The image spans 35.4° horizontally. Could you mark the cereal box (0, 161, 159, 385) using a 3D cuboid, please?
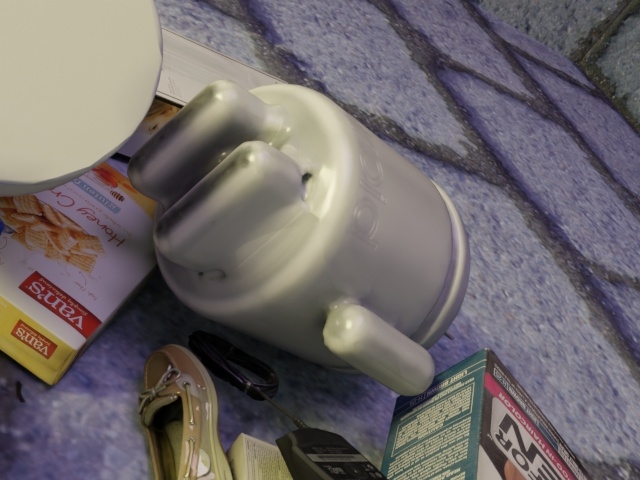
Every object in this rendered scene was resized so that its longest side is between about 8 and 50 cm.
[{"bbox_3d":[-0.220,-0.005,0.797,0.173,0.047,0.240,36,25,-4],"label":"cereal box"}]

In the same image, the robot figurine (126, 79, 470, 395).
[{"bbox_3d":[0.000,0.000,0.860,0.353,0.199,0.300,30,29,-51],"label":"robot figurine"}]

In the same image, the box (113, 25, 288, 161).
[{"bbox_3d":[-0.150,-0.146,1.079,0.290,0.087,0.169,19,31,-36],"label":"box"}]

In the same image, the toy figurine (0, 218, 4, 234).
[{"bbox_3d":[-0.268,0.032,0.466,0.191,0.217,0.362,41,24,7],"label":"toy figurine"}]

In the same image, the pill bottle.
[{"bbox_3d":[-0.214,-0.132,0.642,0.188,0.188,0.334,24,2,-27],"label":"pill bottle"}]

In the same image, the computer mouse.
[{"bbox_3d":[-0.028,0.141,0.730,0.071,0.041,0.242,15,17,-46],"label":"computer mouse"}]

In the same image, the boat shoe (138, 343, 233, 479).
[{"bbox_3d":[-0.104,0.135,0.712,0.048,0.056,0.153,22,37,-41],"label":"boat shoe"}]

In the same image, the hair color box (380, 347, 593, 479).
[{"bbox_3d":[0.122,0.243,0.721,0.174,0.105,0.347,51,24,-12],"label":"hair color box"}]

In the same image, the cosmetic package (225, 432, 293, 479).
[{"bbox_3d":[-0.019,0.193,0.739,0.115,0.041,0.060,27,26,-22],"label":"cosmetic package"}]
